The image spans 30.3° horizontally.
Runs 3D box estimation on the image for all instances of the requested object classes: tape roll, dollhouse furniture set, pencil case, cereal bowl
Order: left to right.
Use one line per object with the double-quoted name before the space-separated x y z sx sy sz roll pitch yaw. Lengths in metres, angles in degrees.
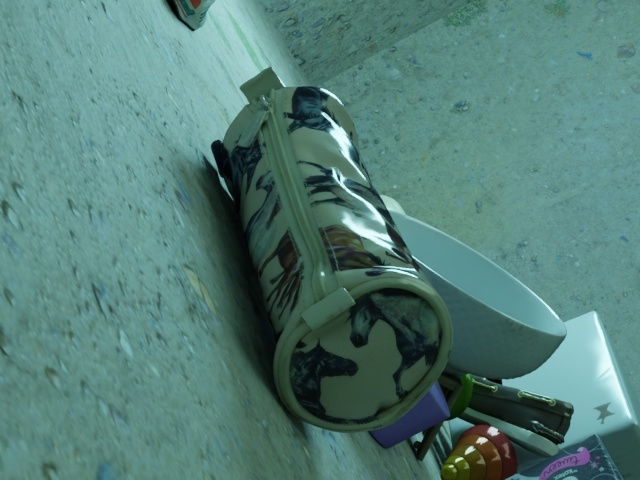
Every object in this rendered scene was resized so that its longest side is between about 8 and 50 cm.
"pencil case" 0.000 0.000 1.125 0.183 0.160 0.410 47 13 -33
"tape roll" 0.059 0.115 1.465 0.275 0.090 0.275 60 6 -10
"dollhouse furniture set" 0.112 0.222 1.745 0.151 0.123 0.144 27 5 2
"cereal bowl" 0.184 0.098 1.739 0.339 0.141 0.339 29 12 -7

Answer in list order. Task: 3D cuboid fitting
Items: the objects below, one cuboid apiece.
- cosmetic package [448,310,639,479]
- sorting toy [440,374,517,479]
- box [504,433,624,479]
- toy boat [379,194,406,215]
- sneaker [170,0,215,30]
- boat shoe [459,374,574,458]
"cosmetic package" 0.458 0.417 2.190 0.394 0.329 0.327 60 16 -30
"sorting toy" 0.178 0.264 1.941 0.126 0.127 0.365 -3 58 -51
"box" 0.342 0.423 1.716 0.142 0.247 0.163 59 6 -35
"toy boat" 0.144 0.032 2.498 0.318 0.148 0.267 114 -47 -88
"sneaker" -0.168 -0.345 1.684 0.057 0.075 0.161 62 6 -1
"boat shoe" 0.288 0.272 2.026 0.324 0.097 0.116 19 -13 47
